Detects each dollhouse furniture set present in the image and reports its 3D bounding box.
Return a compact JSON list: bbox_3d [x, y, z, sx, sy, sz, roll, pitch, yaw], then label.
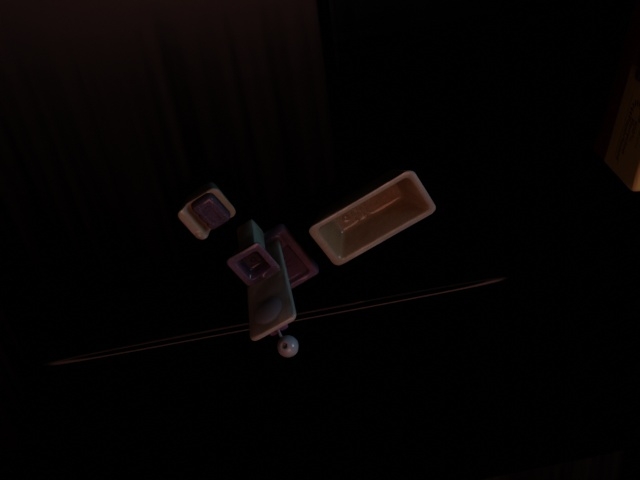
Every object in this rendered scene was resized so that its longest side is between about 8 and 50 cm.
[{"bbox_3d":[0.000,0.000,0.387,0.114,0.081,0.091,-30,125,12],"label":"dollhouse furniture set"}]

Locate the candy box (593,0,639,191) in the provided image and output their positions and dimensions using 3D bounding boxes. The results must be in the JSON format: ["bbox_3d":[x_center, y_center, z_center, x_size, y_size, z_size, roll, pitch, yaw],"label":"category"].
[{"bbox_3d":[0.247,-0.086,0.388,0.186,0.053,0.109,-2,126,-7],"label":"candy box"}]
